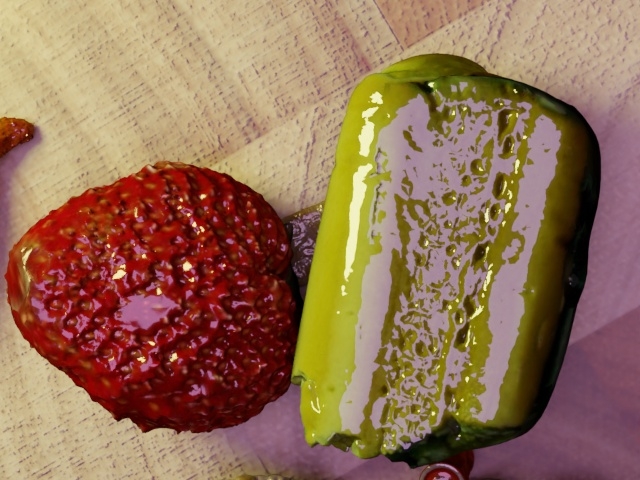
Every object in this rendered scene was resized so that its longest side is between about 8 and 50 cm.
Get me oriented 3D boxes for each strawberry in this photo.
[{"bbox_3d":[-0.146,0.058,1.843,0.261,0.257,0.261,-1,87,12],"label":"strawberry"}]

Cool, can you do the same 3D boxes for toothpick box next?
[{"bbox_3d":[0.125,0.225,1.905,0.047,0.083,0.047,3,104,11],"label":"toothpick box"}]

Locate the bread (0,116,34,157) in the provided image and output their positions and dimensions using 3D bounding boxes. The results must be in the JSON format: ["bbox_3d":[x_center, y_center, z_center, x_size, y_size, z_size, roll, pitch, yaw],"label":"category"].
[{"bbox_3d":[-0.396,-0.026,1.943,0.139,0.095,0.269,22,92,-3],"label":"bread"}]

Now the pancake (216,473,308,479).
[{"bbox_3d":[-0.061,0.407,1.887,0.382,0.071,0.382,1,86,-19],"label":"pancake"}]

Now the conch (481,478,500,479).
[{"bbox_3d":[0.195,0.319,1.871,0.245,0.178,0.163,32,141,30],"label":"conch"}]

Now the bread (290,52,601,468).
[{"bbox_3d":[0.120,0.017,1.829,0.251,0.208,0.377,11,95,2],"label":"bread"}]

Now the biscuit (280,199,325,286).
[{"bbox_3d":[0.000,0.000,1.937,0.147,0.018,0.071,-23,90,7],"label":"biscuit"}]
